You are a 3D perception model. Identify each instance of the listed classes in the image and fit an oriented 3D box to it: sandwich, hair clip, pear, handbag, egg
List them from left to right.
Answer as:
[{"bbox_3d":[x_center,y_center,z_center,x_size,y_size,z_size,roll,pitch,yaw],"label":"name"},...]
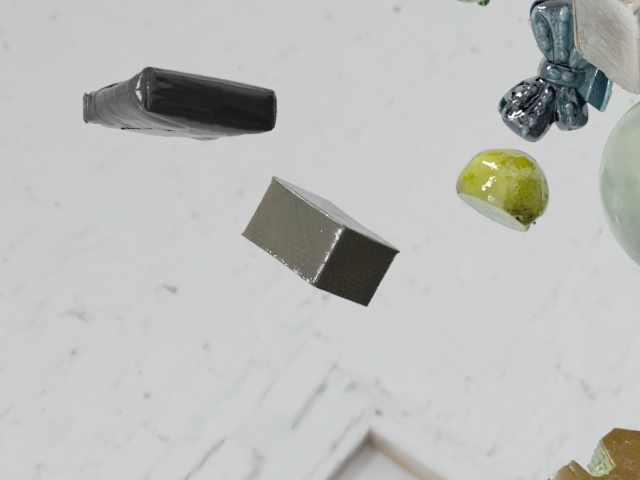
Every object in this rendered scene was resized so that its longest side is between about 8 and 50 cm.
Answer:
[{"bbox_3d":[-0.217,-0.194,1.886,0.247,0.223,0.080,7,-99,-33],"label":"handbag"},{"bbox_3d":[0.278,-0.083,1.824,0.104,0.141,0.141,-56,-18,-4],"label":"pear"},{"bbox_3d":[0.510,-0.356,2.601,0.194,0.206,0.310,-71,-2,-71],"label":"hair clip"},{"bbox_3d":[0.429,0.343,1.742,0.235,0.128,0.122,-29,-31,-17],"label":"sandwich"},{"bbox_3d":[0.491,-0.069,1.580,0.258,0.258,0.352,-63,14,16],"label":"egg"}]

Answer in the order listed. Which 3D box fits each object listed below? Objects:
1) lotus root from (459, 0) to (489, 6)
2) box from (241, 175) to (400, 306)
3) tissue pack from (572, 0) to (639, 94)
[{"bbox_3d":[0.242,-0.448,1.982,0.186,0.186,0.186,-49,-20,-25],"label":"lotus root"},{"bbox_3d":[-0.001,0.002,2.489,0.184,0.273,0.143,24,-82,-44],"label":"box"},{"bbox_3d":[0.549,-0.375,1.807,0.305,0.238,0.238,-40,-22,-12],"label":"tissue pack"}]
